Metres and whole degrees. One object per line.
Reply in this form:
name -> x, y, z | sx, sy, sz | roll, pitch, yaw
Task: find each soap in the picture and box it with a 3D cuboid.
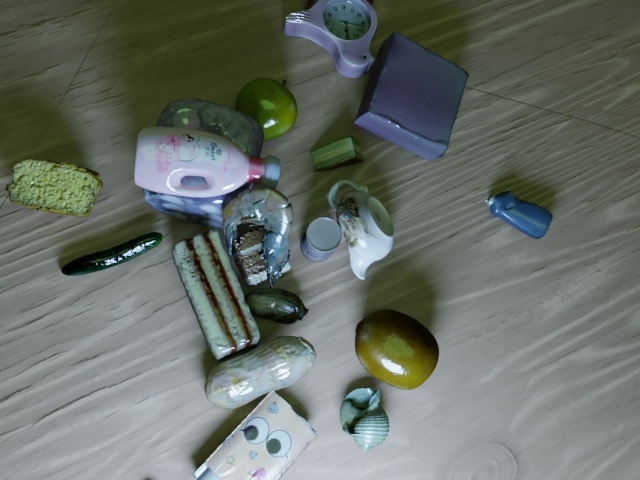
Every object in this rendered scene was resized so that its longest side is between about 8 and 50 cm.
soap -> 0.280, -0.431, 1.853 | 0.285, 0.107, 0.297 | 25, 74, -15

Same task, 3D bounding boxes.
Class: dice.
dice -> -0.308, -0.198, 1.646 | 0.269, 0.270, 0.272 | 13, 76, -6

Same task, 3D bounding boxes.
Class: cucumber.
cucumber -> -0.560, 0.041, 1.665 | 0.284, 0.056, 0.056 | -21, 81, -8

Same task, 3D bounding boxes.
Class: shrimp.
shrimp -> -0.160, -0.008, 1.525 | 0.177, 0.289, 0.075 | 11, 44, 3

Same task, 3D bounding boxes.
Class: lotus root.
lotus root -> -0.121, 0.176, 1.687 | 0.179, 0.080, 0.089 | 15, 97, 0

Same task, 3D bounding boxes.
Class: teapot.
teapot -> 0.113, -0.046, 1.734 | 0.139, 0.204, 0.298 | -32, 59, 28

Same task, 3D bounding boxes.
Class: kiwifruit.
kiwifruit -> 0.198, 0.288, 1.657 | 0.233, 0.196, 0.196 | 34, 74, 5

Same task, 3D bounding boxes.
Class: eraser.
eraser -> -0.164, 0.550, 1.591 | 0.171, 0.087, 0.290 | 43, 75, 8

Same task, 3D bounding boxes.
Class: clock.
clock -> 0.033, -0.647, 1.902 | 0.290, 0.080, 0.276 | -1, 77, -8

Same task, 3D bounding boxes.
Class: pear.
pear -> -0.143, -0.391, 1.786 | 0.180, 0.166, 0.216 | 30, 51, 11

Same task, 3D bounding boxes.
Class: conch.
conch -> 0.116, 0.482, 1.644 | 0.135, 0.102, 0.153 | 6, 43, 4

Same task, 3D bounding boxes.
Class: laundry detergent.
laundry detergent -> 0.594, -0.087, 1.871 | 0.206, 0.061, 0.097 | 26, 83, -1
laundry detergent -> -0.264, -0.178, 1.463 | 0.334, 0.088, 0.159 | 7, 94, -11

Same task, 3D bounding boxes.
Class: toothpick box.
toothpick box -> 0.000, 0.000, 1.711 | 0.098, 0.149, 0.099 | 2, 77, -9

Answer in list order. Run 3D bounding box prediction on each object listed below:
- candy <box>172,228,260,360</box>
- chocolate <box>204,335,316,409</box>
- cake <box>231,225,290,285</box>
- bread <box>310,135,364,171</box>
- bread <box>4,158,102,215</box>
candy -> -0.277, 0.150, 1.620 | 0.135, 0.179, 0.321 | -20, 82, -15
chocolate -> -0.160, 0.338, 1.587 | 0.309, 0.134, 0.134 | -23, 81, 5
cake -> -0.167, 0.039, 1.690 | 0.135, 0.134, 0.147 | -23, 92, -15
bread -> 0.049, -0.252, 1.848 | 0.139, 0.084, 0.074 | -20, 80, 19
bread -> -0.696, -0.130, 1.639 | 0.228, 0.139, 0.143 | 12, 78, -5
